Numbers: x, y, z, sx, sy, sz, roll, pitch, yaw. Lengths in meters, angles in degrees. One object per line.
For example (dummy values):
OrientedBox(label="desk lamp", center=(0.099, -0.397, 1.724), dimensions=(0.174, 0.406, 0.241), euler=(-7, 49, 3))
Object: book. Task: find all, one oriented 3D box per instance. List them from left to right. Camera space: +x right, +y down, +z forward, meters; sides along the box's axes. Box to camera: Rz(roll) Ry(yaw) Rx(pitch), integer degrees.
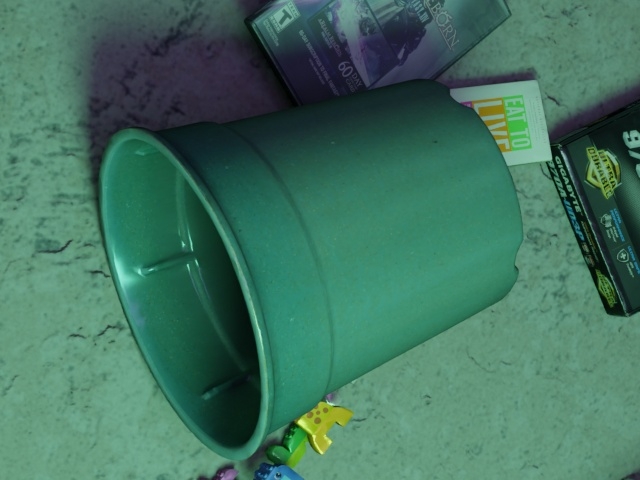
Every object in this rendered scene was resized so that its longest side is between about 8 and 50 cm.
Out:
OrientedBox(label="book", center=(0.183, -0.127, 1.992), dimensions=(0.144, 0.035, 0.096), euler=(-9, 89, -18))

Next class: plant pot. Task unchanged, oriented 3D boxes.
OrientedBox(label="plant pot", center=(0.000, 0.000, 1.778), dimensions=(0.334, 0.341, 0.341), euler=(-21, 98, -25))

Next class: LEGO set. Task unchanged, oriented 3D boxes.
OrientedBox(label="LEGO set", center=(-0.045, 0.202, 1.879), dimensions=(0.093, 0.087, 0.227), euler=(41, 76, -16))

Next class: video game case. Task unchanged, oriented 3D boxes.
OrientedBox(label="video game case", center=(0.068, -0.242, 1.915), dimensions=(0.274, 0.026, 0.196), euler=(-40, 122, -13))

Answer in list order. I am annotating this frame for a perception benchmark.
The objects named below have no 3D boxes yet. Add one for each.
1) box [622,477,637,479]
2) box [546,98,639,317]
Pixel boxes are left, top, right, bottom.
OrientedBox(label="box", center=(0.295, 0.433, 1.937), dimensions=(0.345, 0.215, 0.168), euler=(-32, 101, -17))
OrientedBox(label="box", center=(0.375, -0.045, 2.048), dimensions=(0.175, 0.051, 0.220), euler=(-25, 98, -18))
